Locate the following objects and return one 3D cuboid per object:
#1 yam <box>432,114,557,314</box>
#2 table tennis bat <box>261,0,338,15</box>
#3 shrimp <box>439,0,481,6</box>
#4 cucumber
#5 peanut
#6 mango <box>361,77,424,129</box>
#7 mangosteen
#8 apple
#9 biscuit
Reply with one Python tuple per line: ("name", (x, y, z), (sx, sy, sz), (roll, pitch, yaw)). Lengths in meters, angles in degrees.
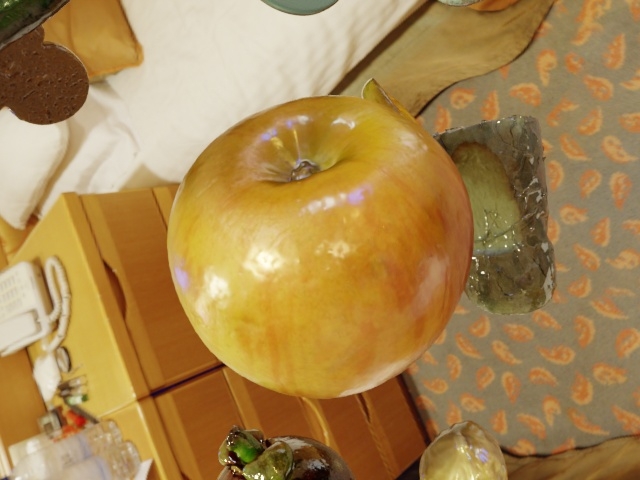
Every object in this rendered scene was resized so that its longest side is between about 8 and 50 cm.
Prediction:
("yam", (0.230, -0.045, 0.717), (0.153, 0.154, 0.255), (-1, 114, 43))
("table tennis bat", (-0.080, -0.534, 0.912), (0.215, 0.329, 0.044), (-52, 23, -4))
("shrimp", (0.259, -0.384, 0.731), (0.232, 0.090, 0.079), (-26, 70, 2))
("cucumber", (-0.395, -0.228, 0.617), (0.284, 0.056, 0.056), (-34, 73, 4))
("peanut", (0.238, 0.389, 0.908), (0.159, 0.109, 0.141), (-51, 26, 16))
("mango", (0.097, -0.112, 0.630), (0.066, 0.101, 0.188), (-33, 79, 20))
("mangosteen", (-0.062, 0.356, 0.733), (0.216, 0.216, 0.216), (12, 108, 40))
("apple", (0.000, 0.000, 0.506), (0.286, 0.286, 0.233), (36, 148, 31))
("biscuit", (-0.469, -0.261, 0.832), (0.039, 0.236, 0.180), (41, 98, 29))
